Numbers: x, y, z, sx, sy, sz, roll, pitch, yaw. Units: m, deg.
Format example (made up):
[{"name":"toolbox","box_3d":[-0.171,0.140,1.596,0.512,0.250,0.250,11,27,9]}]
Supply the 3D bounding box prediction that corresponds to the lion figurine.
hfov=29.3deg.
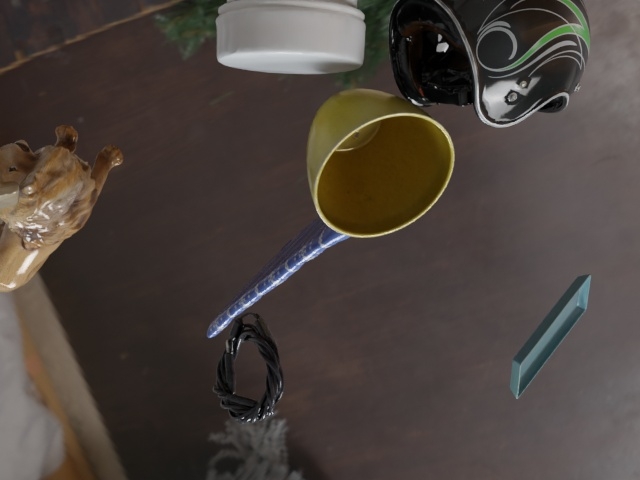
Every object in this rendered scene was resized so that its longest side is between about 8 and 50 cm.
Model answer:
[{"name":"lion figurine","box_3d":[-0.408,-0.018,1.726,0.142,0.240,0.392,29,135,-5]}]

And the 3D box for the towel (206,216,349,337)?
[{"name":"towel","box_3d":[0.000,0.000,1.630,0.040,0.243,0.336,48,135,-3]}]

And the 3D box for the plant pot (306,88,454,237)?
[{"name":"plant pot","box_3d":[0.040,-0.084,1.110,0.134,0.134,0.095,-63,37,28]}]

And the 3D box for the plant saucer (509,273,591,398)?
[{"name":"plant saucer","box_3d":[0.292,0.118,1.561,0.018,0.192,0.067,23,138,27]}]

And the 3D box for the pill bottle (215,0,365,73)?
[{"name":"pill bottle","box_3d":[-0.021,-0.313,1.073,0.176,0.176,0.318,2,90,25]}]

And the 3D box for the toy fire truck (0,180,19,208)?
[{"name":"toy fire truck","box_3d":[-0.400,0.007,1.170,0.158,0.246,0.217,36,157,-21]}]

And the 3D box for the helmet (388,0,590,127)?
[{"name":"helmet","box_3d":[0.159,-0.182,1.091,0.169,0.161,0.169,43,147,38]}]

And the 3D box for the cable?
[{"name":"cable","box_3d":[-0.115,0.210,1.913,0.150,0.047,0.184,-54,41,21]}]
